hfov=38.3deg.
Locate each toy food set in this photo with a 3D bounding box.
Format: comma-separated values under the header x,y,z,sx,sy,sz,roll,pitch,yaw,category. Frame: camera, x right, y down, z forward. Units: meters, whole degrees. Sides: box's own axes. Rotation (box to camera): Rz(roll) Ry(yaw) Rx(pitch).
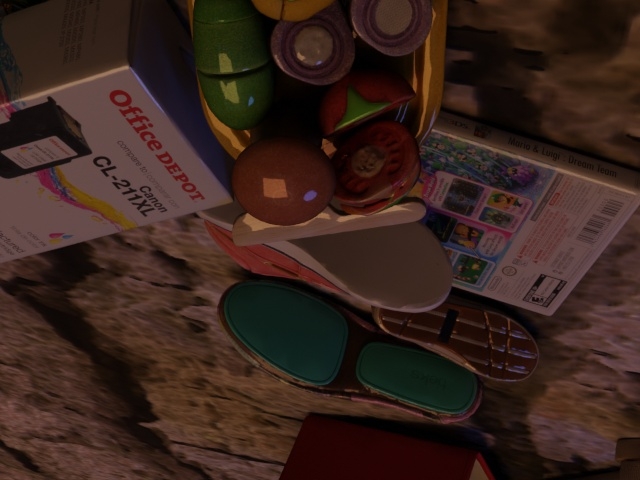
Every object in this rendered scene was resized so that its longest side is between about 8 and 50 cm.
x,y,z,sx,sy,sz,roll,pitch,yaw,category
0.000,-0.066,0.451,0.128,0.071,0.218,-2,128,3,toy food set

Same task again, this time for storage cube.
x,y,z,sx,sy,sz,roll,pitch,yaw,category
0.065,0.309,0.915,0.193,0.215,0.184,6,147,31,storage cube

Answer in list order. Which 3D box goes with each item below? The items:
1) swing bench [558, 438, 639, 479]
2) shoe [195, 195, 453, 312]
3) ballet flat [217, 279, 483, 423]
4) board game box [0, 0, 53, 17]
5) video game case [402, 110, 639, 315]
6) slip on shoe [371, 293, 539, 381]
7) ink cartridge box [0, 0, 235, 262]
x,y,z,sx,sy,sz,roll,pitch,yaw,category
0.275,0.325,0.785,0.165,0.253,0.255,23,147,-7,swing bench
0.000,0.000,0.599,0.178,0.063,0.081,23,166,7,shoe
0.022,0.094,0.745,0.221,0.077,0.079,18,167,0,ballet flat
-0.205,-0.137,0.542,0.136,0.030,0.260,13,148,13,board game box
0.105,-0.013,0.581,0.143,0.019,0.157,18,149,2,video game case
0.098,0.065,0.684,0.135,0.051,0.041,18,-171,-14,slip on shoe
-0.151,-0.063,0.531,0.175,0.072,0.127,-14,144,16,ink cartridge box
